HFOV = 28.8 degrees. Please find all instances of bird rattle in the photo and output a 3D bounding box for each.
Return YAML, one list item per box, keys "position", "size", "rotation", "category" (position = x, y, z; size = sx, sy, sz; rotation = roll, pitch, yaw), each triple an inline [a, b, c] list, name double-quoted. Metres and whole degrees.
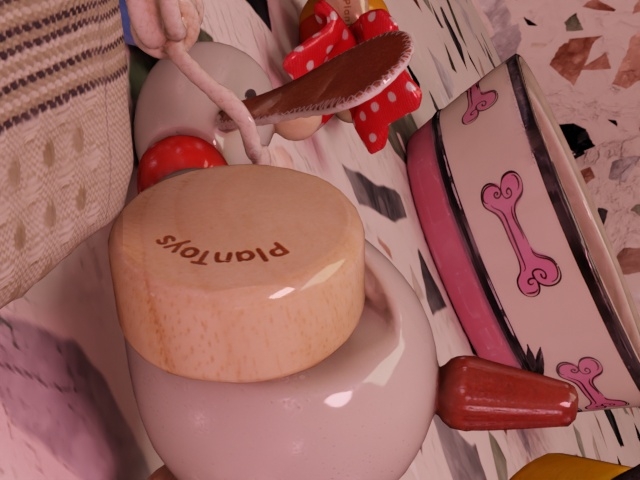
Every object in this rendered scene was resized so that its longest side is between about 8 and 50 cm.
- position: [0.029, -0.181, 1.021]
  size: [0.207, 0.143, 0.254]
  rotation: [73, 2, -72]
  category: "bird rattle"

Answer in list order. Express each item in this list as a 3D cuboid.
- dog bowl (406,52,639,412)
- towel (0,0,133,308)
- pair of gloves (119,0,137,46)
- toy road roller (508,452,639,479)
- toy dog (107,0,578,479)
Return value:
- position: [0.229, 0.011, 1.361]
  size: [0.408, 0.150, 0.408]
  rotation: [59, 17, -30]
  category: "dog bowl"
- position: [-0.125, -0.092, 0.204]
  size: [0.324, 0.056, 0.312]
  rotation: [-48, 141, -62]
  category: "towel"
- position: [-0.112, -0.167, 0.703]
  size: [0.159, 0.023, 0.198]
  rotation: [51, 21, -41]
  category: "pair of gloves"
- position: [0.061, 0.234, 0.468]
  size: [0.329, 0.240, 0.202]
  rotation: [-54, 128, -29]
  category: "toy road roller"
- position: [0.000, 0.000, 0.513]
  size: [0.220, 0.161, 0.334]
  rotation: [98, -10, -51]
  category: "toy dog"
